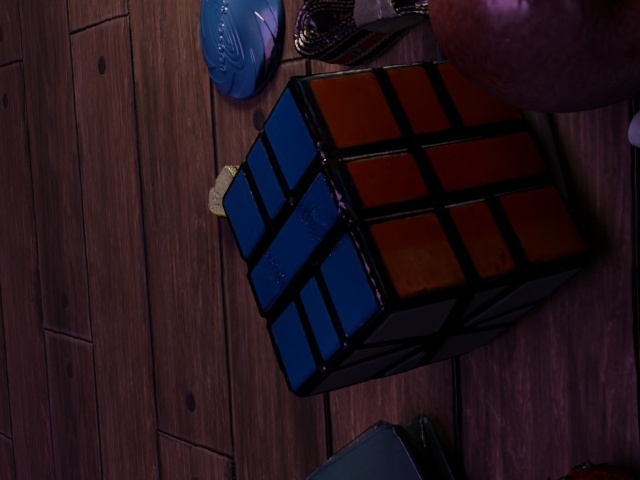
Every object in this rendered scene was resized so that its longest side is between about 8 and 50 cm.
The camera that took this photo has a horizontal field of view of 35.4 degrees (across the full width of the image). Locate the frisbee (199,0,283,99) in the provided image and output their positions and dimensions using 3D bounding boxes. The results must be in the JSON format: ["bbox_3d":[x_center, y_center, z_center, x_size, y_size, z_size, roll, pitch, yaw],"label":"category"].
[{"bbox_3d":[-0.142,-0.350,1.629,0.242,0.045,0.242,14,108,52],"label":"frisbee"}]

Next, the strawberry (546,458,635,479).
[{"bbox_3d":[0.300,0.318,1.081,0.131,0.131,0.148,-44,53,47],"label":"strawberry"}]

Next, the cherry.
[{"bbox_3d":[0.227,-0.239,0.983,0.307,0.261,0.221,-144,56,-65],"label":"cherry"}]

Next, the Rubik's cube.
[{"bbox_3d":[0.086,-0.013,1.147,0.288,0.293,0.283,-55,50,56],"label":"Rubik's cube"}]

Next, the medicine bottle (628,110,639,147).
[{"bbox_3d":[0.354,-0.102,1.003,0.083,0.047,0.047,33,121,47],"label":"medicine bottle"}]

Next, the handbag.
[{"bbox_3d":[0.110,0.402,1.371,0.269,0.100,0.274,-48,59,41],"label":"handbag"}]

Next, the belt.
[{"bbox_3d":[0.095,-0.301,1.278,0.359,0.094,0.126,-14,85,54],"label":"belt"}]

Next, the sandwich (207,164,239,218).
[{"bbox_3d":[-0.155,-0.081,1.692,0.105,0.035,0.093,6,101,54],"label":"sandwich"}]

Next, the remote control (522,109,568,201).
[{"bbox_3d":[0.242,-0.130,1.167,0.067,0.029,0.261,-26,73,57],"label":"remote control"}]
